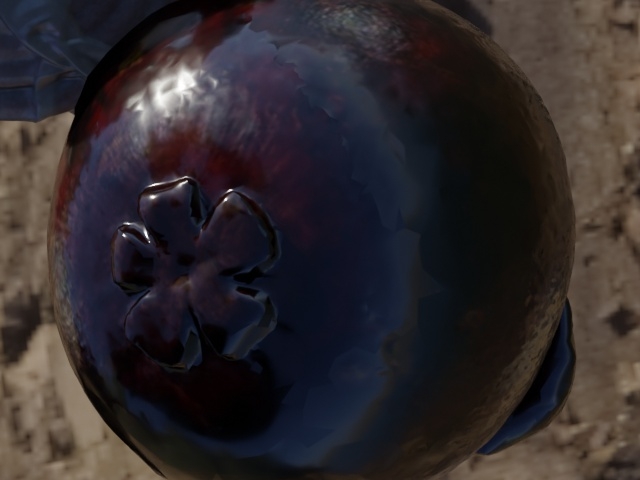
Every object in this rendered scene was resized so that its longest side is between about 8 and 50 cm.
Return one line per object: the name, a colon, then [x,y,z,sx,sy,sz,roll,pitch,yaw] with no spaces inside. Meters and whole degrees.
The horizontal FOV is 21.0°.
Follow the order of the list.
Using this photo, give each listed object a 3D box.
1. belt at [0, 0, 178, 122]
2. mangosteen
belt: [-0.153,-0.191,0.693,0.324,0.227,0.115,57,-178,-34]
mangosteen: [0.000,0.000,0.629,0.210,0.210,0.210,10,102,51]
